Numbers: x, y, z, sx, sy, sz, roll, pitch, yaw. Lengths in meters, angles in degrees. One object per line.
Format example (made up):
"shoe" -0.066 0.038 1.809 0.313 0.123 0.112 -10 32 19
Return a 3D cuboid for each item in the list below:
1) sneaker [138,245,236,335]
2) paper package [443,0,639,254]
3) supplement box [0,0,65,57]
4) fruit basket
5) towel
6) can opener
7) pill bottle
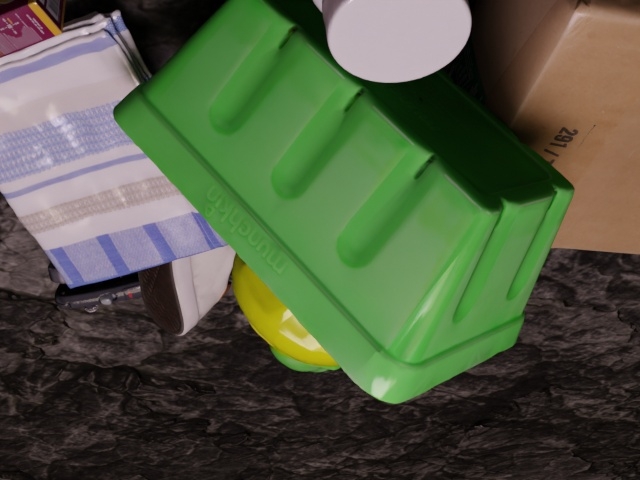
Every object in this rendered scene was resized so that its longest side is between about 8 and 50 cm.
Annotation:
"sneaker" -0.149 -0.034 1.200 0.123 0.106 0.290 -39 147 -35
"paper package" 0.287 -0.145 1.013 0.309 0.168 0.325 5 145 -13
"supplement box" -0.271 -0.200 0.946 0.083 0.055 0.043 -18 143 16
"fruit basket" 0.000 0.000 0.983 0.392 0.392 0.283 -34 168 35
"towel" -0.227 -0.076 1.047 0.209 0.034 0.285 -15 127 15
"can opener" -0.236 0.049 1.313 0.186 0.059 0.073 -5 145 0
"pill bottle" 0.044 -0.232 0.797 0.121 0.221 0.121 -4 146 -3
